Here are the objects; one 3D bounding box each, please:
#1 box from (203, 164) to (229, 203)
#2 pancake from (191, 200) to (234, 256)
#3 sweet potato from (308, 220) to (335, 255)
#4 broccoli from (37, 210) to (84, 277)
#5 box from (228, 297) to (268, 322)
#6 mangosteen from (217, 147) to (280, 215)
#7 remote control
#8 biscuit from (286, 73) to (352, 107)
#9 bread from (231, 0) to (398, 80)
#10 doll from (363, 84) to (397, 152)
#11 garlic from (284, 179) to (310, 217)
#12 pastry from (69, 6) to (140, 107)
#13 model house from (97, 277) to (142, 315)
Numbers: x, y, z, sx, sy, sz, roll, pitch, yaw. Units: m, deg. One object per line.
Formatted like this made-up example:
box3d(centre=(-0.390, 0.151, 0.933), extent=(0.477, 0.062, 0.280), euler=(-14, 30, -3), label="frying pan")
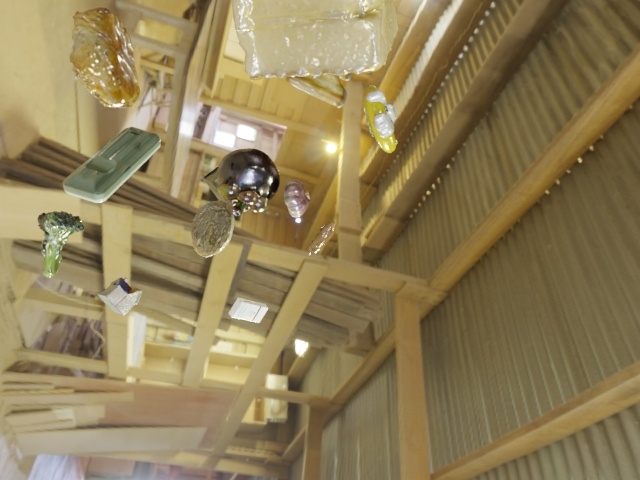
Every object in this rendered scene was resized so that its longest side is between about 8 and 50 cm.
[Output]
box3d(centre=(-0.467, -0.332, 2.433), extent=(0.231, 0.155, 0.149), euler=(-40, -147, -15), label="box")
box3d(centre=(-0.485, -0.056, 2.084), extent=(0.282, 0.049, 0.283), euler=(-13, -115, 31), label="pancake")
box3d(centre=(-0.002, 0.001, 1.739), extent=(0.065, 0.051, 0.218), euler=(-42, 173, -46), label="sweet potato")
box3d(centre=(-1.106, 0.018, 1.943), extent=(0.304, 0.145, 0.165), euler=(-65, 171, 17), label="broccoli")
box3d(centre=(-0.305, 0.299, 1.979), extent=(0.040, 0.154, 0.084), euler=(39, -78, 44), label="box")
box3d(centre=(-0.314, -0.241, 1.946), extent=(0.233, 0.287, 0.288), euler=(24, -78, 40), label="mangosteen")
box3d(centre=(-0.611, -0.239, 1.379), extent=(0.335, 0.128, 0.066), euler=(-68, 175, -45), label="remote control")
box3d(centre=(-0.001, -0.732, 2.025), extent=(0.062, 0.290, 0.237), euler=(-17, -121, 62), label="biscuit")
box3d(centre=(-0.004, -0.594, 1.186), extent=(0.390, 0.371, 0.279), euler=(-65, 155, -52), label="bread")
box3d(centre=(0.213, -0.436, 1.635), extent=(0.252, 0.111, 0.237), euler=(42, 30, -60), label="doll")
box3d(centre=(-0.097, -0.184, 1.973), extent=(0.147, 0.102, 0.159), euler=(49, 32, -56), label="garlic")
box3d(centre=(-0.699, -0.576, 1.486), extent=(0.255, 0.161, 0.311), euler=(50, 31, -83), label="pastry")
box3d(centre=(-0.664, 0.176, 1.539), extent=(0.087, 0.101, 0.100), euler=(8, -131, 40), label="model house")
